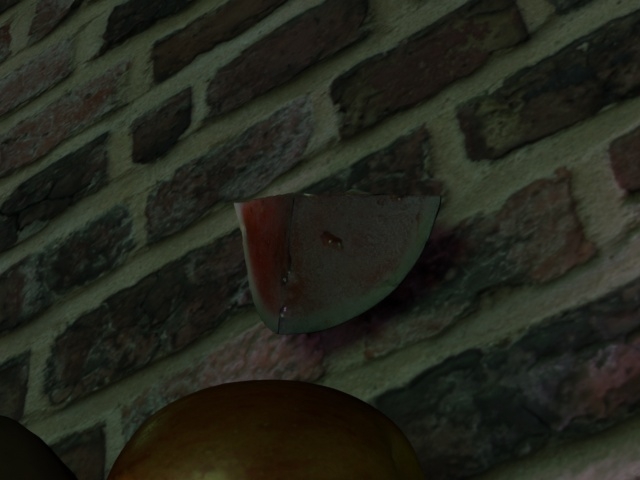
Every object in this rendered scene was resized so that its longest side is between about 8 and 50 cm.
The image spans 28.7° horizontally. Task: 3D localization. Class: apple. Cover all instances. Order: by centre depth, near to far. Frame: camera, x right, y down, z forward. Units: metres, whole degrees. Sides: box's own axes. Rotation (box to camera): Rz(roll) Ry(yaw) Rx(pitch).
[{"bbox_3d":[-0.045,0.294,1.217,0.339,0.339,0.339,-24,40,22],"label":"apple"}]

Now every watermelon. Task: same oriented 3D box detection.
[{"bbox_3d":[0.000,0.000,1.613,0.256,0.176,0.260,-41,14,-12],"label":"watermelon"}]

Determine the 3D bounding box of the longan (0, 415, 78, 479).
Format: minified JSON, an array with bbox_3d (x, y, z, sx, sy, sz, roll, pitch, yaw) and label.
[{"bbox_3d":[-0.443,0.385,1.470,0.404,0.336,0.404,-8,56,12],"label":"longan"}]
